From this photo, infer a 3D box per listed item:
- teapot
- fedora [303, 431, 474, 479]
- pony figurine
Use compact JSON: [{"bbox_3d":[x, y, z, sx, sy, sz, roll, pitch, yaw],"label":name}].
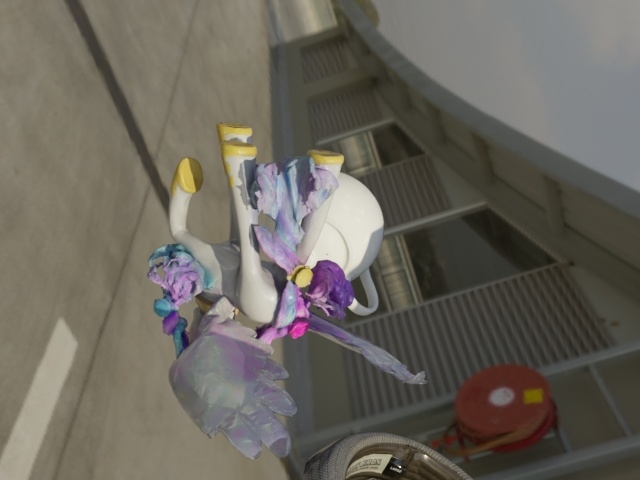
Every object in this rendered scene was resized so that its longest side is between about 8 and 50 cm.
[{"bbox_3d":[0.000,0.000,1.586,0.187,0.256,0.252,-64,161,-58],"label":"teapot"},{"bbox_3d":[0.071,0.285,0.658,0.244,0.124,0.275,22,22,-28],"label":"fedora"},{"bbox_3d":[-0.071,0.063,0.989,0.351,0.303,0.363,22,-69,44],"label":"pony figurine"}]
